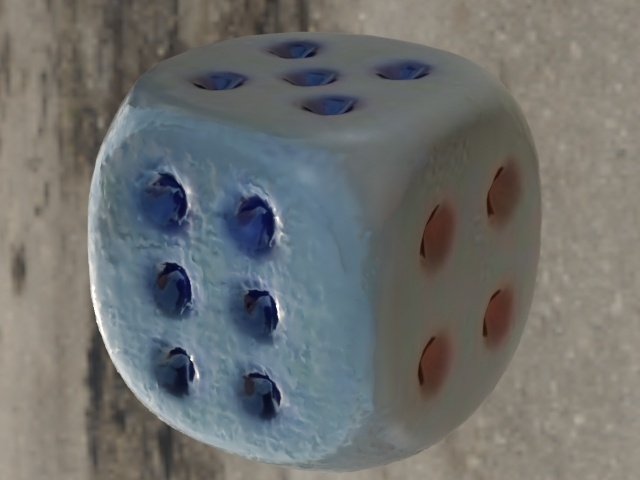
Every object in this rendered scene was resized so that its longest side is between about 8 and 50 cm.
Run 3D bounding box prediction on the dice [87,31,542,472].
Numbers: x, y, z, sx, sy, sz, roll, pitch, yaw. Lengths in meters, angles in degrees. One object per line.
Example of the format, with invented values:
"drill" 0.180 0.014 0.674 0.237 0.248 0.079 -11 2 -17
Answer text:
"dice" 0.000 0.000 0.879 0.194 0.192 0.193 15 119 29
